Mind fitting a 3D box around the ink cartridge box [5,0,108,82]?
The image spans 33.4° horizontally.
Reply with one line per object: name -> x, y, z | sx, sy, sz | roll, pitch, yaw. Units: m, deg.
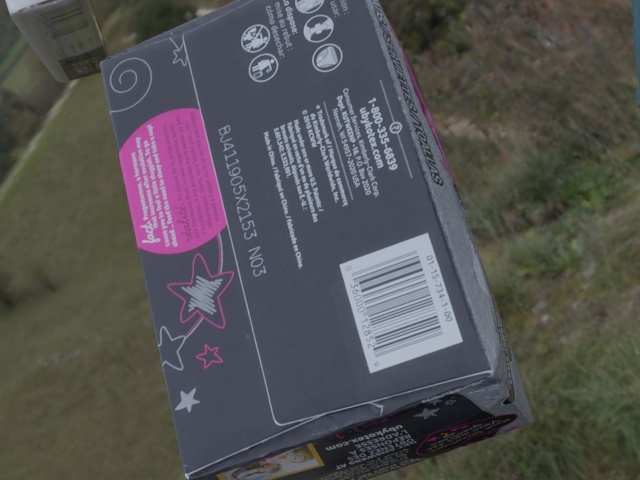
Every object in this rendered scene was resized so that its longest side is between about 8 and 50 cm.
ink cartridge box -> -0.261, -0.308, 0.901 | 0.072, 0.307, 0.303 | -17, 1, -6

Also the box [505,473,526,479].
box -> 0.154, 0.295, 0.741 | 0.168, 0.167, 0.203 | -58, -10, 8

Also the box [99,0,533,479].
box -> 0.000, 0.000, 0.592 | 0.163, 0.142, 0.247 | -21, 66, 11

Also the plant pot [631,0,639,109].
plant pot -> 0.292, -0.228, 0.600 | 0.272, 0.255, 0.271 | -10, -3, 0
